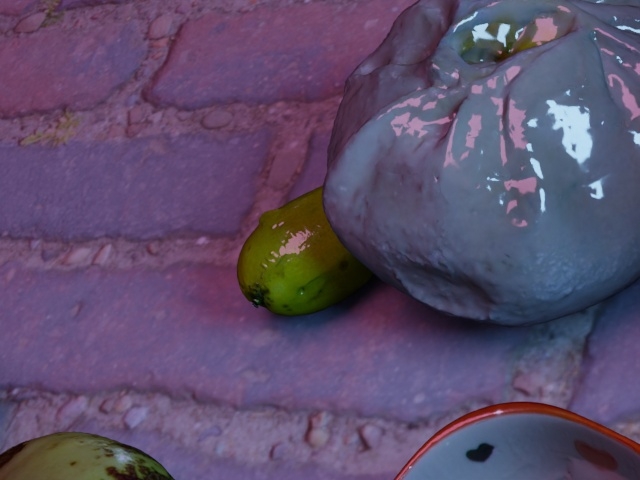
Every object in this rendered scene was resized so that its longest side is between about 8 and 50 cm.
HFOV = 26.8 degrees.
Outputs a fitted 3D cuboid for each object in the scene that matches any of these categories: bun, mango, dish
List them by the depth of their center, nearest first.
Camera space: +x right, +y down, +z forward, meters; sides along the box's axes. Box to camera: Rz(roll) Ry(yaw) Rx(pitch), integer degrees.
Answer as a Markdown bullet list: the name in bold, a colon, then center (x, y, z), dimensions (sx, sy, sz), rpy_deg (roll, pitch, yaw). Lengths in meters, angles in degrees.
- **dish**: center (0.148, 0.246, 0.923), dimensions (0.256, 0.117, 0.256), rpy_deg (-18, 45, 19)
- **bun**: center (0.163, -0.094, 1.131), dimensions (0.354, 0.194, 0.354), rpy_deg (-8, 50, 9)
- **mango**: center (0.000, -0.001, 1.255), dimensions (0.178, 0.100, 0.119), rpy_deg (-34, 37, -14)

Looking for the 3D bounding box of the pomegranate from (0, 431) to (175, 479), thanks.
- **pomegranate**: center (-0.218, 0.238, 1.053), dimensions (0.222, 0.276, 0.204), rpy_deg (-7, 49, 52)
